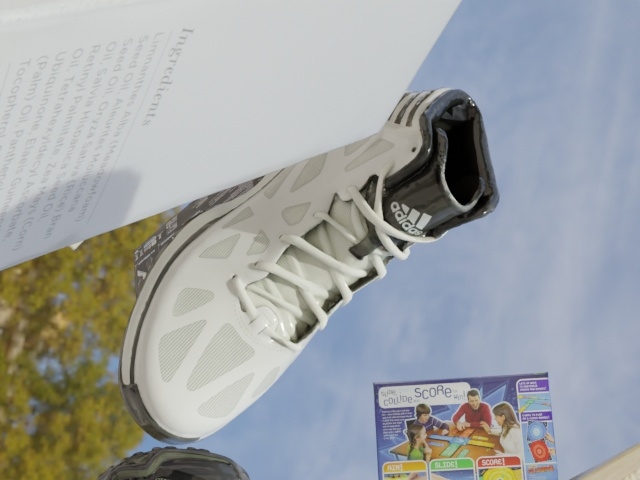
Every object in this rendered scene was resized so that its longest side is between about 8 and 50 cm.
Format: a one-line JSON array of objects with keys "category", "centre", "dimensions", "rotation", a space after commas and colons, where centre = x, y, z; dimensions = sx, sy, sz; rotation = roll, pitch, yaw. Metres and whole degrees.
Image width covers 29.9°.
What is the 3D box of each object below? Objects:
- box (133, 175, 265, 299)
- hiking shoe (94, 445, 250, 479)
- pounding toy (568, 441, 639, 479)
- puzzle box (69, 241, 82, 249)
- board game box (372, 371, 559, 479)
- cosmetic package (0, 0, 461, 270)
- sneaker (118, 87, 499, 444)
[{"category": "box", "centre": [-0.139, 0.046, 1.659], "dimensions": [0.307, 0.076, 0.242], "rotation": [-38, -134, 33]}, {"category": "hiking shoe", "centre": [-0.155, 0.231, 0.880], "dimensions": [0.114, 0.226, 0.086], "rotation": [-106, 178, -51]}, {"category": "pounding toy", "centre": [0.156, 0.186, 0.621], "dimensions": [0.100, 0.141, 0.130], "rotation": [-44, -110, 46]}, {"category": "puzzle box", "centre": [-0.155, -0.230, 0.938], "dimensions": [0.409, 0.272, 0.052], "rotation": [-48, -151, -11]}, {"category": "board game box", "centre": [0.163, 0.223, 1.358], "dimensions": [0.035, 0.201, 0.136], "rotation": [75, 13, -72]}, {"category": "cosmetic package", "centre": [-0.140, -0.133, 0.593], "dimensions": [0.230, 0.453, 0.161], "rotation": [45, -51, 19]}, {"category": "sneaker", "centre": [0.000, -0.001, 1.128], "dimensions": [0.447, 0.169, 0.257], "rotation": [-52, -162, -27]}]
